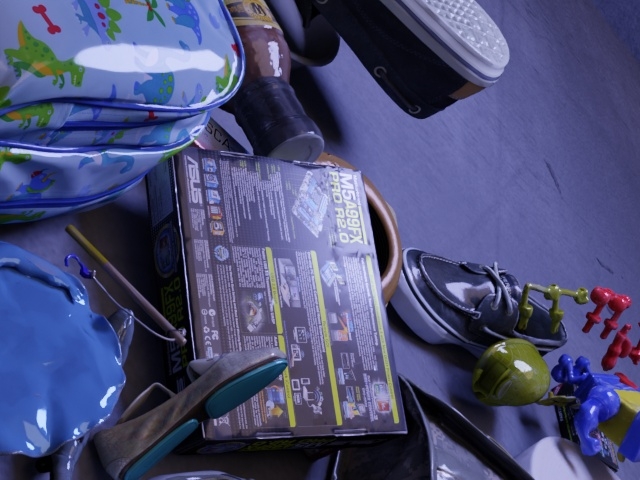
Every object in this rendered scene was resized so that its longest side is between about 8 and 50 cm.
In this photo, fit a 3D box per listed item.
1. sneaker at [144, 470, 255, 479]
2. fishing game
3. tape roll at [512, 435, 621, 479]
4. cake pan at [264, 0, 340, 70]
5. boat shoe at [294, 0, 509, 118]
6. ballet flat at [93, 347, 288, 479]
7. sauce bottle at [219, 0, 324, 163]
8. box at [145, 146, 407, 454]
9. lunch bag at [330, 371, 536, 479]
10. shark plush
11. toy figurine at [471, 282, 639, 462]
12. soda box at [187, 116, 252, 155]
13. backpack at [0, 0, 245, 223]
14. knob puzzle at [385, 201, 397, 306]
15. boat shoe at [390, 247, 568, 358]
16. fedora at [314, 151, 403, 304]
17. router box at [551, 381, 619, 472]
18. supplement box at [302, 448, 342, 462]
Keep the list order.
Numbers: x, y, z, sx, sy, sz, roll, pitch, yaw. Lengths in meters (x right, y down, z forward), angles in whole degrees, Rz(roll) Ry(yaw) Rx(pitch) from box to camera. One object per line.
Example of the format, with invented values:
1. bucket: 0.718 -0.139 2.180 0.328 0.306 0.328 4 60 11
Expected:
1. sneaker: -0.068 0.231 0.854 0.271 0.108 0.100 17 48 -53
2. fishing game: -0.230 0.076 0.763 0.189 0.041 0.264 40 38 8
3. tape roll: 0.357 0.422 1.323 0.392 0.072 0.392 40 24 -22
4. cake pan: -0.086 -0.339 1.396 0.293 0.054 0.293 39 35 -34
5. boat shoe: 0.012 -0.344 1.352 0.500 0.156 0.187 43 36 -7
6. ballet flat: -0.104 0.123 0.861 0.052 0.168 0.057 49 -18 21
7. sauce bottle: -0.099 -0.216 1.147 0.111 0.111 0.344 9 45 -55
8. box: -0.041 0.055 1.002 0.216 0.060 0.270 5 67 -35
9. lunch bag: 0.131 0.278 1.072 0.235 0.169 0.287 44 25 -21
10. shark plush: -0.182 0.119 0.812 0.073 0.067 0.161 50 30 -19
11. toy figurine: 0.390 0.196 1.397 0.362 0.191 0.217 13 22 -45
12. soda box: -0.138 -0.097 1.084 0.183 0.063 0.058 43 32 -30
13. backpack: -0.230 -0.145 0.829 0.290 0.273 0.355 63 16 19
14. knob puzzle: 0.021 0.000 1.260 0.213 0.030 0.213 19 59 -36
15. boat shoe: 0.207 0.076 1.417 0.335 0.119 0.121 27 43 -46
16. fedora: 0.000 0.000 1.160 0.194 0.079 0.194 19 60 -36
17. router box: 0.390 0.278 1.610 0.092 0.038 0.123 33 39 -39
18. supplement box: -0.007 0.166 1.062 0.083 0.055 0.043 53 29 -14
